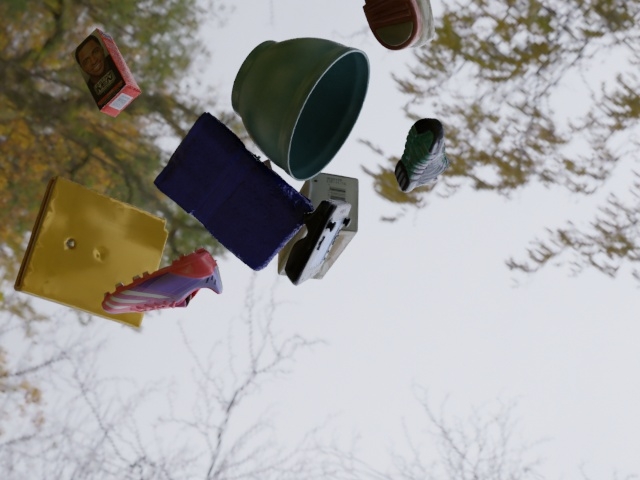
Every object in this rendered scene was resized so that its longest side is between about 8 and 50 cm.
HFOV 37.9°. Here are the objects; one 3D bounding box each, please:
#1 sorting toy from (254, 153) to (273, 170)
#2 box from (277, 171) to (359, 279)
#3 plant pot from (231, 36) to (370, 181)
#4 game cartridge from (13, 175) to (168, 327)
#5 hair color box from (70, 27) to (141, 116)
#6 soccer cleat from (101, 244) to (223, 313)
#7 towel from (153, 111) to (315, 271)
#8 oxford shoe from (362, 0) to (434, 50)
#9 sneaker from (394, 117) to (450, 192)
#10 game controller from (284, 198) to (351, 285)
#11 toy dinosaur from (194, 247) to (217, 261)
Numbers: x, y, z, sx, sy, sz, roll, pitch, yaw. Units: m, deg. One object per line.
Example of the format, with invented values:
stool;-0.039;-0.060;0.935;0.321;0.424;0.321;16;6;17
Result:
sorting toy;-0.129;-0.161;2.097;0.062;0.012;0.083;-23;-103;41
box;-0.010;-0.029;2.233;0.311;0.121;0.148;125;-30;-63
plant pot;-0.058;-0.295;1.912;0.293;0.196;0.293;-50;159;-28
game cartridge;-0.539;0.033;2.234;0.052;0.323;0.286;-1;-110;50
hair color box;-0.376;-0.293;1.626;0.072;0.043;0.141;-39;-116;17
soccer cleat;-0.284;0.093;1.651;0.248;0.095;0.083;-25;-178;22
towel;-0.178;-0.101;1.950;0.228;0.308;0.076;-46;-178;36
oxford shoe;0.134;-0.584;1.942;0.140;0.146;0.397;-15;-90;34
sneaker;0.221;-0.178;1.843;0.224;0.098;0.083;117;-43;-62
game controller;0.000;0.000;1.786;0.319;0.067;0.167;-18;127;-81
toy dinosaur;-0.260;0.041;2.073;0.090;0.047;0.082;-93;177;-56
